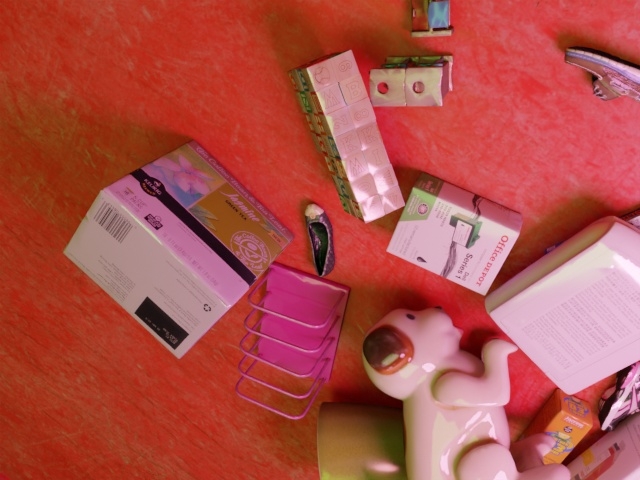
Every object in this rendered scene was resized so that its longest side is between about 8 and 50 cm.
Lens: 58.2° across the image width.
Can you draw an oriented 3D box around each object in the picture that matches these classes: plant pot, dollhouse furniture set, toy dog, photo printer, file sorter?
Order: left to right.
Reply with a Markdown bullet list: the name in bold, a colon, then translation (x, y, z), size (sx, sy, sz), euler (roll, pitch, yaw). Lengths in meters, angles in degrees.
- **file sorter**: translation (-0.076, 0.240, 1.355), size (0.201, 0.182, 0.291), euler (18, 120, 13)
- **plant pot**: translation (0.162, 0.510, 1.370), size (0.293, 0.275, 0.275), euler (-9, 112, 9)
- **dollhouse furniture set**: translation (0.159, -0.341, 1.003), size (0.128, 0.129, 0.184), euler (4, 117, 20)
- **toy dog**: translation (0.246, 0.327, 1.186), size (0.395, 0.284, 0.408), euler (-33, 79, 20)
- **photo printer**: translation (0.504, 0.118, 1.062), size (0.256, 0.107, 0.307), euler (44, 122, -3)

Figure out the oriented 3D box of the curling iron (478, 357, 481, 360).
- **curling iron**: translation (0.285, 0.272, 1.314), size (0.273, 0.035, 0.068), euler (5, 107, 20)

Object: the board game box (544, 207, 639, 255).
- **board game box**: translation (0.552, 0.036, 1.088), size (0.201, 0.035, 0.136), euler (-30, 101, 31)

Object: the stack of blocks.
- **stack of blocks**: translation (0.046, -0.196, 1.088), size (0.087, 0.171, 0.298), euler (-25, 108, -8)

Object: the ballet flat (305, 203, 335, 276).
- **ballet flat**: translation (0.000, 0.000, 1.284), size (0.057, 0.049, 0.173), euler (-4, 113, 23)

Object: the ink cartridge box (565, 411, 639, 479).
- **ink cartridge box**: translation (0.685, 0.546, 1.180), size (0.279, 0.160, 0.385), euler (37, 113, 0)

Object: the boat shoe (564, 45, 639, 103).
- **boat shoe**: translation (0.484, -0.264, 0.948), size (0.183, 0.066, 0.066), euler (24, 123, 9)

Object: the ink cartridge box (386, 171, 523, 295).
- **ink cartridge box**: translation (0.266, -0.013, 1.145), size (0.219, 0.092, 0.160), euler (24, 122, 10)

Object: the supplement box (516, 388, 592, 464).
- **supplement box**: translation (0.508, 0.445, 1.284), size (0.078, 0.080, 0.234), euler (24, 119, 6)

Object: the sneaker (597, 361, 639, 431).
- **sneaker**: translation (0.635, 0.329, 1.180), size (0.077, 0.072, 0.178), euler (19, 121, 10)

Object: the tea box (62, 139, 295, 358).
- **tea box**: translation (-0.289, 0.007, 1.241), size (0.329, 0.323, 0.220), euler (43, 123, -4)
